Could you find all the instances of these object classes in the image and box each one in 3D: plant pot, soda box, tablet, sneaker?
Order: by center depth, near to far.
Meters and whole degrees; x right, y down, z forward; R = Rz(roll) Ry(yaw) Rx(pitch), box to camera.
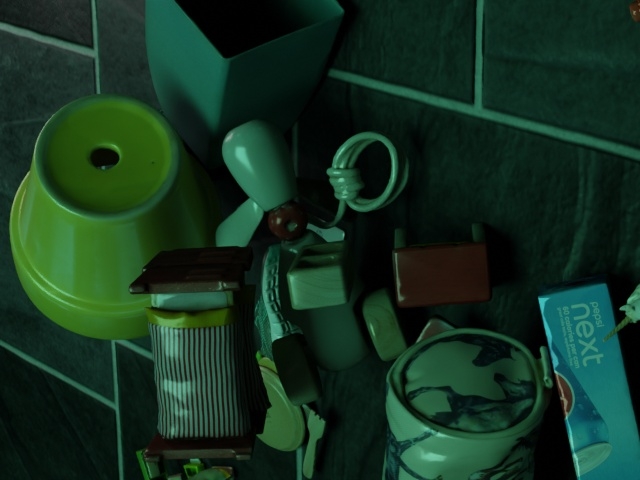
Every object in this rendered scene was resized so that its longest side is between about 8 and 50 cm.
[{"bbox_3d":[0.274,0.144,1.618,0.071,0.067,0.210,-12,95,13],"label":"soda box"},{"bbox_3d":[-0.239,-0.043,1.877,0.254,0.254,0.239,55,163,21],"label":"plant pot"},{"bbox_3d":[-0.103,-0.208,1.882,0.165,0.165,0.234,51,148,25],"label":"plant pot"},{"bbox_3d":[0.000,0.000,1.959,0.083,0.006,0.054,27,123,41],"label":"tablet"},{"bbox_3d":[-0.058,0.084,2.019,0.076,0.065,0.166,13,112,51],"label":"sneaker"}]

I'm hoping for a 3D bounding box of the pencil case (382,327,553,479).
[{"bbox_3d":[0.155,0.287,1.715,0.160,0.184,0.410,-112,18,-53],"label":"pencil case"}]

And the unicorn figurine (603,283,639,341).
[{"bbox_3d":[0.336,0.022,1.535,0.111,0.060,0.162,6,92,49],"label":"unicorn figurine"}]

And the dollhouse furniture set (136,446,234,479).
[{"bbox_3d":[-0.191,0.314,2.251,0.152,0.076,0.058,-8,98,52],"label":"dollhouse furniture set"}]

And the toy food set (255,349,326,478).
[{"bbox_3d":[-0.057,0.210,2.090,0.192,0.038,0.132,37,137,29],"label":"toy food set"}]

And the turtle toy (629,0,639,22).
[{"bbox_3d":[0.308,-0.227,1.457,0.130,0.066,0.095,39,131,35],"label":"turtle toy"}]

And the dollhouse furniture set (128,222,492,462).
[{"bbox_3d":[-0.002,0.108,1.719,0.374,0.152,0.201,-4,104,7],"label":"dollhouse furniture set"}]

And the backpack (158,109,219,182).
[{"bbox_3d":[-0.197,-0.118,2.086,0.114,0.084,0.105,13,112,50],"label":"backpack"}]

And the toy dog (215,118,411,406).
[{"bbox_3d":[-0.011,0.017,1.866,0.161,0.220,0.333,-104,12,-77],"label":"toy dog"}]
